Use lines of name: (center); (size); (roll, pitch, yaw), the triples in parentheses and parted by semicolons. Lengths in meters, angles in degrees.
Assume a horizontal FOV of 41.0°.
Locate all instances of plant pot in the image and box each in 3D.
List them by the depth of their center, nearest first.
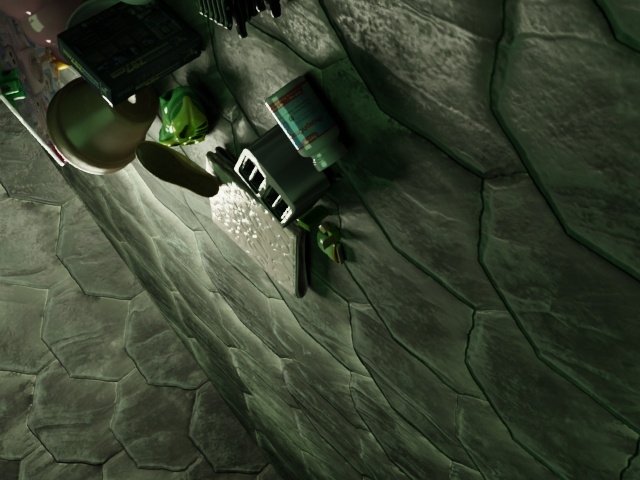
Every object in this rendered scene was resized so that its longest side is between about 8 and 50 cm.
plant pot: (-0.526, -0.322, 2.176); (0.229, 0.263, 0.263); (-20, 108, 47)

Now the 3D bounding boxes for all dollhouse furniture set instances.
dollhouse furniture set: (0.000, 0.000, 1.846); (0.076, 0.058, 0.151); (35, 152, 37)

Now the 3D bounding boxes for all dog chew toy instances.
dog chew toy: (-0.660, -0.569, 2.085); (0.206, 0.206, 0.332); (19, 149, 53)

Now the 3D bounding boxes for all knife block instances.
knife block: (-0.122, -0.470, 1.357); (0.088, 0.242, 0.275); (36, 108, 32)

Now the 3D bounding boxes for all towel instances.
towel: (-0.153, -0.039, 2.094); (0.332, 0.053, 0.317); (43, 156, 21)

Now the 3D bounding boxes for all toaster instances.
toaster: (-0.072, -0.131, 1.717); (0.168, 0.110, 0.186); (50, 158, 2)

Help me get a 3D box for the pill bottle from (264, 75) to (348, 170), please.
pill bottle: (-0.022, -0.207, 1.532); (0.160, 0.087, 0.087); (54, 158, -8)

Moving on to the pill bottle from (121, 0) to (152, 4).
pill bottle: (-0.296, -0.519, 1.488); (0.160, 0.160, 0.283); (56, 157, -11)

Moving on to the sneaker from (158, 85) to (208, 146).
sneaker: (-0.320, -0.290, 1.999); (0.295, 0.109, 0.123); (164, 96, -71)

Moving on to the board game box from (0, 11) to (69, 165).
board game box: (-0.750, -0.454, 2.264); (0.390, 0.050, 0.390); (71, -173, -66)

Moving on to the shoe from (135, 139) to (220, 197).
shoe: (-0.340, -0.168, 2.032); (0.219, 0.076, 0.058); (31, -171, -11)

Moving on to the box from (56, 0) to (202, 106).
box: (-0.388, -0.399, 1.755); (0.183, 0.233, 0.059); (43, 154, 18)

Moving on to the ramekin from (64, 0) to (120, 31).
ramekin: (-0.456, -0.426, 1.896); (0.207, 0.207, 0.109); (52, 167, 0)
